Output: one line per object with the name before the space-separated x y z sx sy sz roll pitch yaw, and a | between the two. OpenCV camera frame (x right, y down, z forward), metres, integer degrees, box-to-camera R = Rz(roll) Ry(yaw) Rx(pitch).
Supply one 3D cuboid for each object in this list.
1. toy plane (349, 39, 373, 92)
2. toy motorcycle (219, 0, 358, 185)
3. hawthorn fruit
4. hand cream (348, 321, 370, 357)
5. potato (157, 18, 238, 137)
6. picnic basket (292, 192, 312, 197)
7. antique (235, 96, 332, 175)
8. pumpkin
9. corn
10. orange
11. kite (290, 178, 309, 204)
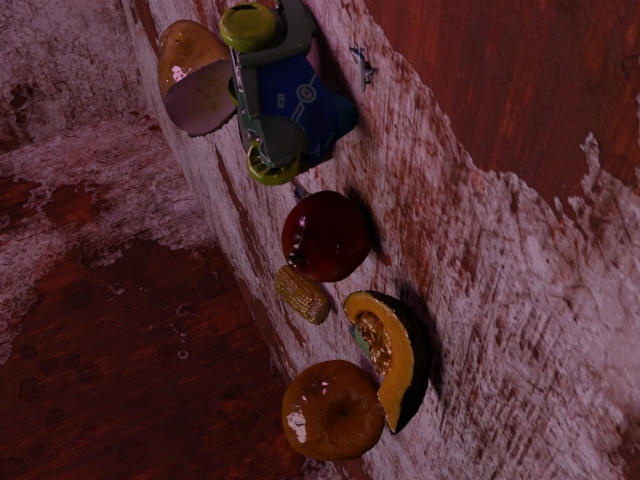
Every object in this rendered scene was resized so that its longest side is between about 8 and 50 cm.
toy plane | 0.063 -0.261 1.390 0.078 0.024 0.084 52 166 48
toy motorcycle | -0.051 -0.241 1.557 0.191 0.199 0.327 90 165 -60
hawthorn fruit | 0.000 0.000 1.712 0.169 0.188 0.169 32 137 37
hand cream | 0.115 0.221 1.943 0.175 0.046 0.095 43 152 48
potato | -0.309 -0.426 2.265 0.229 0.229 0.266 82 165 -47
picnic basket | -0.017 -0.069 1.905 0.083 0.083 0.065 -169 63 -71
antique | -0.066 -0.204 1.728 0.148 0.151 0.147 58 165 29
pumpkin | 0.158 0.201 1.642 0.163 0.111 0.279 -17 93 62
corn | -0.047 0.134 2.341 0.261 0.097 0.097 43 152 59
orange | 0.027 0.397 2.164 0.249 0.249 0.183 67 161 2
kite | -0.038 -0.077 2.134 0.183 0.014 0.241 66 166 6
